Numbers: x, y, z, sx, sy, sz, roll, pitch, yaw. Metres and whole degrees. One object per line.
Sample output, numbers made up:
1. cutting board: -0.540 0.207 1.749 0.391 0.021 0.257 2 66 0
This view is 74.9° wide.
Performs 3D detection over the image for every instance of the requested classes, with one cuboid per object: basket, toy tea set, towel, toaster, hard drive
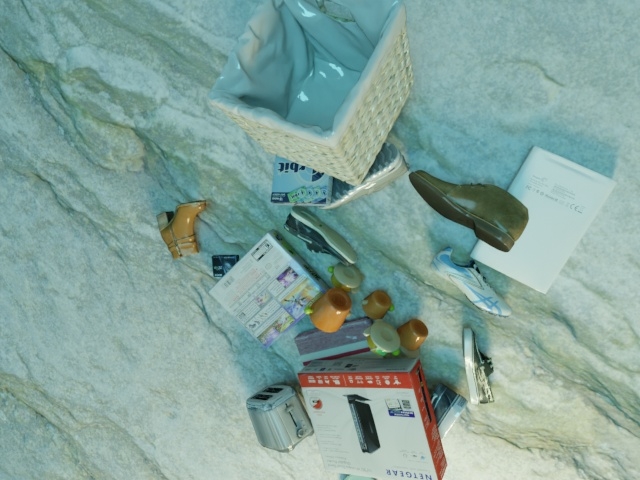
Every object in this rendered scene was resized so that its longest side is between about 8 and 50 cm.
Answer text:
1. basket: -0.001 -0.349 0.946 0.329 0.266 0.330 25 86 23
2. toy tea set: 0.120 0.219 1.120 0.336 0.200 0.124 37 130 6
3. towel: 0.083 0.401 1.218 0.237 0.037 0.328 -17 94 16
4. toaster: -0.128 0.515 1.225 0.227 0.129 0.146 -25 86 54
5. hard drive: 0.538 -0.049 1.029 0.203 0.040 0.307 28 104 9

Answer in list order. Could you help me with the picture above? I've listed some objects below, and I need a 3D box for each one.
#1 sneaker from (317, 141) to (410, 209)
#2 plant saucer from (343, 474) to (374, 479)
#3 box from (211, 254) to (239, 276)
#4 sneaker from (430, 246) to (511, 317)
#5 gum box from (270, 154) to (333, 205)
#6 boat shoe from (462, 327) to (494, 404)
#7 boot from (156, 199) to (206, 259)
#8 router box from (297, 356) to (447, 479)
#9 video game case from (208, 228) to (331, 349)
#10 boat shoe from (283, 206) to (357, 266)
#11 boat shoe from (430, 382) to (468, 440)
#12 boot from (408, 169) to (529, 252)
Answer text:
1. sneaker: 0.106 -0.144 1.098 0.282 0.115 0.105 -22 61 34
2. plant saucer: 0.124 0.754 1.265 0.120 0.021 0.119 2 98 15
3. box: -0.289 0.078 1.277 0.084 0.018 0.067 0 98 14
4. sneaker: 0.394 0.108 1.067 0.237 0.085 0.086 38 110 5
5. gum box: -0.043 -0.184 1.092 0.157 0.041 0.184 3 82 19
6. boat shoe: 0.417 0.328 1.101 0.070 0.078 0.219 -8 104 17
7. boot: -0.399 -0.033 1.266 0.197 0.073 0.152 -19 92 29
8. router box: 0.131 0.469 1.107 0.336 0.082 0.300 -13 95 33
9. video game case: -0.149 0.145 1.219 0.269 0.061 0.244 -43 91 16
10. boat shoe: 0.000 0.000 1.162 0.233 0.084 0.079 37 114 10
11. boat shoe: 0.284 0.523 1.148 0.102 0.108 0.300 34 113 26
12. boot: 0.361 -0.102 1.035 0.305 0.112 0.115 37 88 20
